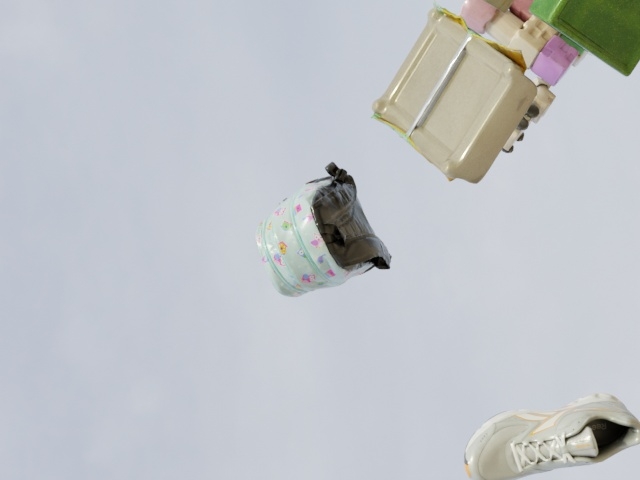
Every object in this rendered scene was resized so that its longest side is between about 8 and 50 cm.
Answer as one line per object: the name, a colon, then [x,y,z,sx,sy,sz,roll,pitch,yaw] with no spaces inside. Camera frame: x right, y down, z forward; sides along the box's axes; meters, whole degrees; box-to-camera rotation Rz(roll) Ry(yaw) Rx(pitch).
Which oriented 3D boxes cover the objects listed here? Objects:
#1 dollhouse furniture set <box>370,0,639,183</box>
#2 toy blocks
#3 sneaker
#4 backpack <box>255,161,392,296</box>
dollhouse furniture set: [0.228,-0.210,1.604,0.151,0.197,0.301,21,-72,-38]
toy blocks: [0.274,-0.352,1.873,0.260,0.309,0.288,37,-126,8]
sneaker: [0.334,0.285,1.941,0.121,0.262,0.099,-161,54,-79]
backpack: [0.000,0.000,1.661,0.152,0.115,0.182,58,-160,0]
